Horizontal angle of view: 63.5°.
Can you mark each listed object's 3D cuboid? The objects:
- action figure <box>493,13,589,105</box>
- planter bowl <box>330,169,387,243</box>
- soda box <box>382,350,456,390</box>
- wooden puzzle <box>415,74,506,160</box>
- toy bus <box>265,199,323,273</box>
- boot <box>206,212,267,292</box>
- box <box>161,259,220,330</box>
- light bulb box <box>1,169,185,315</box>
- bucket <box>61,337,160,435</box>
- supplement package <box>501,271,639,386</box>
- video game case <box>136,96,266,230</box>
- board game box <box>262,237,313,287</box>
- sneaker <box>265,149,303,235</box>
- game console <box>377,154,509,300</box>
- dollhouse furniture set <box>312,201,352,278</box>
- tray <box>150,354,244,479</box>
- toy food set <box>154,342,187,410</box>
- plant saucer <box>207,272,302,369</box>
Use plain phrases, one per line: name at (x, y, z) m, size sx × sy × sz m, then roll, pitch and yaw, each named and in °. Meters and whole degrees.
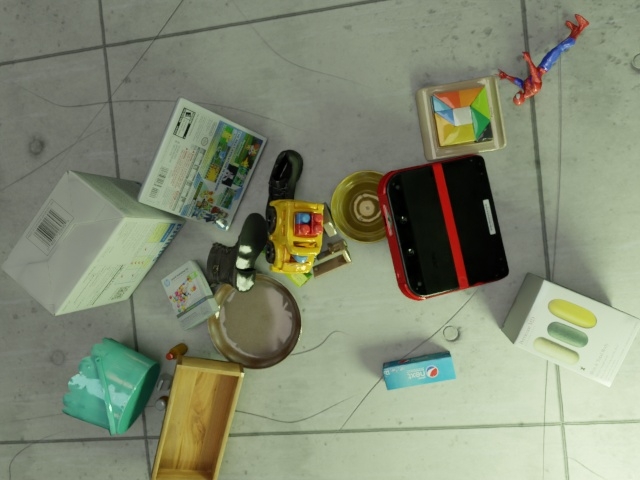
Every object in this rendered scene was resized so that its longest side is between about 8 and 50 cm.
action figure at (0.615, -0.525, 1.479) m, size 0.139 × 0.091 × 0.280 m, roll 33°, pitch 96°, yaw 0°
planter bowl at (0.143, -0.100, 1.567) m, size 0.218 × 0.090 × 0.216 m, roll 0°, pitch 92°, yaw 6°
soda box at (0.298, 0.395, 1.571) m, size 0.210 × 0.067 × 0.071 m, roll -13°, pitch 90°, yaw 10°
wooden puzzle at (0.417, -0.364, 1.539) m, size 0.239 × 0.044 × 0.220 m, roll -9°, pitch 91°, yaw 10°
toy bus at (-0.056, -0.011, 1.467) m, size 0.150 × 0.211 × 0.220 m, roll 3°, pitch 90°, yaw -25°
boot at (-0.276, 0.033, 1.598) m, size 0.229 × 0.091 × 0.262 m, roll 12°, pitch 87°, yaw 51°
box at (-0.420, 0.176, 1.666) m, size 0.145 × 0.038 × 0.186 m, roll -32°, pitch 77°, yaw 24°
light bulb box at (-0.664, 0.005, 1.567) m, size 0.225 × 0.361 × 0.357 m, roll 39°, pitch 97°, yaw 8°
bucket at (-0.650, 0.462, 1.633) m, size 0.183 × 0.281 × 0.280 m, roll 23°, pitch 95°, yaw 4°
supplement package at (0.681, 0.237, 1.437) m, size 0.263 × 0.198 × 0.199 m, roll 24°, pitch 96°, yaw 8°
video game case at (-0.355, -0.222, 1.580) m, size 0.300 × 0.036 × 0.328 m, roll 21°, pitch 96°, yaw -35°
board game box at (-0.110, 0.066, 1.614) m, size 0.181 × 0.092 × 0.043 m, roll 43°, pitch 99°, yaw 6°
sneaker at (-0.124, -0.142, 1.592) m, size 0.109 × 0.130 × 0.285 m, roll 5°, pitch 94°, yaw 8°
game console at (0.358, -0.038, 1.510) m, size 0.343 × 0.060 × 0.385 m, roll -13°, pitch 91°, yaw -15°
dollhouse furniture set at (0.000, 0.000, 1.569) m, size 0.123 × 0.144 × 0.151 m, roll -24°, pitch 124°, yaw 10°
tray at (-0.389, 0.571, 1.627) m, size 0.203 × 0.076 × 0.410 m, roll 12°, pitch 103°, yaw -17°
toy food set at (-0.478, 0.463, 1.681) m, size 0.111 × 0.104 × 0.232 m, roll 25°, pitch 95°, yaw 8°
plant saucer at (-0.207, 0.256, 1.659) m, size 0.311 × 0.050 × 0.310 m, roll 0°, pitch 92°, yaw 10°
